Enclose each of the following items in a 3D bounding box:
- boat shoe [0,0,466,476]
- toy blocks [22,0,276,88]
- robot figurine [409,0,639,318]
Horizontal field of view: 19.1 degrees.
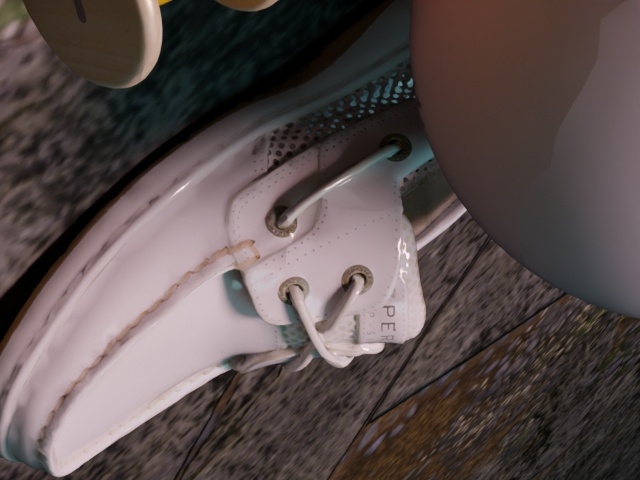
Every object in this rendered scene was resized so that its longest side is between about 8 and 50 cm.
[{"bbox_3d":[0.000,0.000,0.693,0.277,0.096,0.098,-41,163,-18],"label":"boat shoe"},{"bbox_3d":[-0.003,-0.115,0.489,0.148,0.054,0.123,-35,161,-35],"label":"toy blocks"},{"bbox_3d":[0.131,-0.091,0.605,0.173,0.209,0.278,-54,-178,34],"label":"robot figurine"}]
